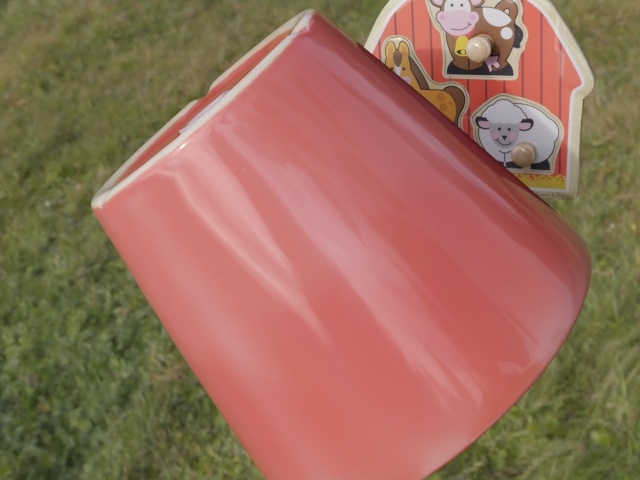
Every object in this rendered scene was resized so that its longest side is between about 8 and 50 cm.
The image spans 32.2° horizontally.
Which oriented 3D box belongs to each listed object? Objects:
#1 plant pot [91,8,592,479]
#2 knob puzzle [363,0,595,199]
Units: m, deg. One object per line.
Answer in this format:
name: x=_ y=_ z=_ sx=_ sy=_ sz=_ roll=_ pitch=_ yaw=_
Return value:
plant pot: x=0.000 y=0.000 z=0.740 sx=0.275 sy=0.243 sz=0.275 roll=-39 pitch=13 yaw=11
knob puzzle: x=0.112 y=-0.124 z=0.853 sx=0.213 sy=0.213 sz=0.030 roll=-1 pitch=22 yaw=25
